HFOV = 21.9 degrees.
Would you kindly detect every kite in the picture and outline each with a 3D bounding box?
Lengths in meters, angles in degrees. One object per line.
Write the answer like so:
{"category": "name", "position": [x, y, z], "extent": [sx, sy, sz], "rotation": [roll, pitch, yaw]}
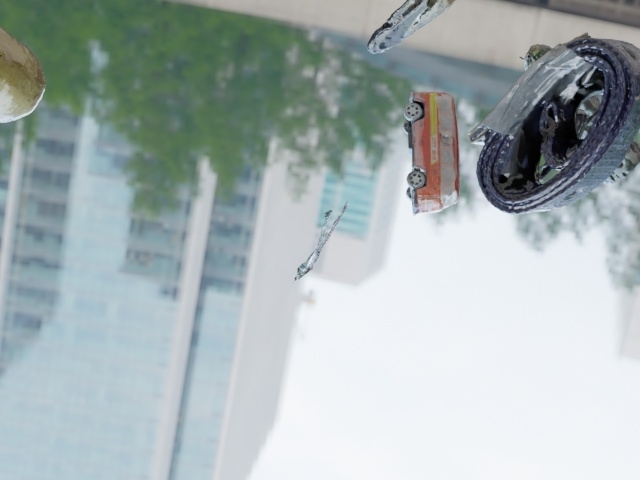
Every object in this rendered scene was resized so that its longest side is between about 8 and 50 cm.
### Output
{"category": "kite", "position": [0.000, 0.000, 2.025], "extent": [0.011, 0.157, 0.139], "rotation": [29, -115, 6]}

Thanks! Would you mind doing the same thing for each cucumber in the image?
{"category": "cucumber", "position": [0.349, -0.171, 2.232], "extent": [0.265, 0.077, 0.077], "rotation": [46, -178, -26]}

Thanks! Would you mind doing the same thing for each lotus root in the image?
{"category": "lotus root", "position": [-0.523, -0.267, 2.489], "extent": [0.160, 0.146, 0.284], "rotation": [15, 167, 22]}

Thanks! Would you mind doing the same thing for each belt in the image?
{"category": "belt", "position": [0.282, -0.131, 1.898], "extent": [0.139, 0.230, 0.126], "rotation": [45, -158, 18]}

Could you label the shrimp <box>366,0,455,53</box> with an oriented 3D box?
{"category": "shrimp", "position": [0.010, -0.244, 1.262], "extent": [0.262, 0.198, 0.051], "rotation": [7, -173, 25]}

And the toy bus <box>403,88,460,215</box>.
{"category": "toy bus", "position": [0.156, -0.122, 2.320], "extent": [0.077, 0.174, 0.079], "rotation": [-2, 163, 2]}
